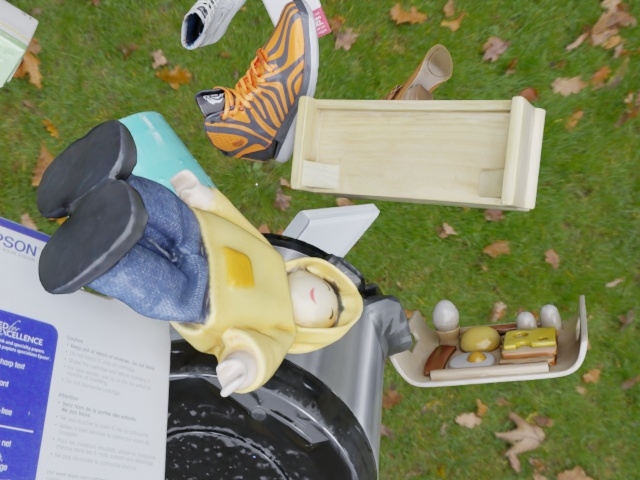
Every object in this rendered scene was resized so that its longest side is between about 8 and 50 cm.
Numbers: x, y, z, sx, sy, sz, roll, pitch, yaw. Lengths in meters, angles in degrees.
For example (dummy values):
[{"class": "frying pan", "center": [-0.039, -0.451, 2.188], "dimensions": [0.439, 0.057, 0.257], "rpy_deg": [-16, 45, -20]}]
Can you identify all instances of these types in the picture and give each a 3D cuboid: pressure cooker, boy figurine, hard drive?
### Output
[{"class": "pressure cooker", "center": [-0.088, 0.191, 0.897], "dimensions": [0.369, 0.420, 0.376], "rpy_deg": [25, 116, -6]}, {"class": "boy figurine", "center": [-0.065, 0.034, 0.483], "dimensions": [0.092, 0.285, 0.177], "rpy_deg": [-32, 53, 21]}, {"class": "hard drive", "center": [0.000, 0.000, 1.819], "dimensions": [0.047, 0.353, 0.233], "rpy_deg": [50, 120, 20]}]

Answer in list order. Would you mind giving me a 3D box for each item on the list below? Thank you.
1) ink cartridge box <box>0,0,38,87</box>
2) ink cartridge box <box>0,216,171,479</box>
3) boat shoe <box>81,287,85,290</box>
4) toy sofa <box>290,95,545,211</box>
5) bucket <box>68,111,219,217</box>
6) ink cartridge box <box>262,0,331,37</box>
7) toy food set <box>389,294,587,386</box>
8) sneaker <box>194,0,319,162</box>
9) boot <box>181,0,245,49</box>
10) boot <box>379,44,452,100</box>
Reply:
[{"class": "ink cartridge box", "center": [-0.400, -0.268, 0.718], "dimensions": [0.171, 0.235, 0.056], "rpy_deg": [31, 109, -30]}, {"class": "ink cartridge box", "center": [-0.179, 0.153, 0.403], "dimensions": [0.165, 0.333, 0.065], "rpy_deg": [27, 135, -37]}, {"class": "boat shoe", "center": [-0.685, 0.101, 1.670], "dimensions": [0.103, 0.113, 0.302], "rpy_deg": [-19, 130, 31]}, {"class": "toy sofa", "center": [0.148, -0.134, 1.011], "dimensions": [0.362, 0.177, 0.150], "rpy_deg": [7, 93, 29]}, {"class": "bucket", "center": [-0.339, -0.089, 1.190], "dimensions": [0.281, 0.281, 0.183], "rpy_deg": [-34, 89, -2]}, {"class": "ink cartridge box", "center": [-0.076, -0.511, 1.250], "dimensions": [0.100, 0.172, 0.237], "rpy_deg": [-22, 126, 8]}, {"class": "toy food set", "center": [0.289, 0.152, 1.111], "dimensions": [0.305, 0.219, 0.093], "rpy_deg": [-10, 100, 22]}, {"class": "sneaker", "center": [-0.115, -0.256, 1.116], "dimensions": [0.180, 0.125, 0.321], "rpy_deg": [-2, 136, -20]}, {"class": "boot", "center": [-0.263, -0.584, 1.639], "dimensions": [0.095, 0.123, 0.258], "rpy_deg": [38, 132, 1]}, {"class": "boot", "center": [0.191, -0.327, 1.405], "dimensions": [0.073, 0.152, 0.197], "rpy_deg": [44, 59, -19]}]
